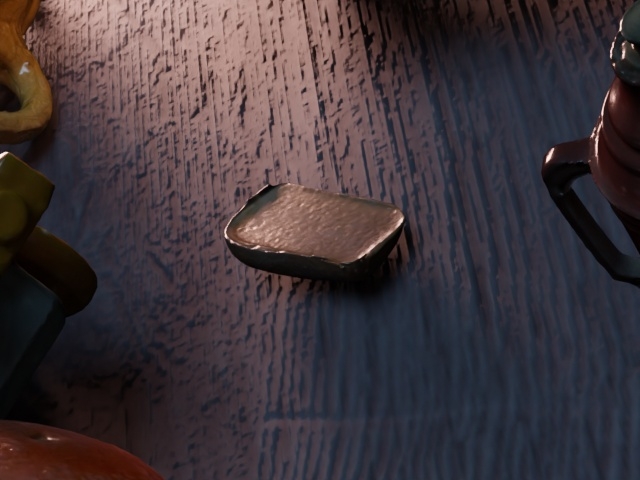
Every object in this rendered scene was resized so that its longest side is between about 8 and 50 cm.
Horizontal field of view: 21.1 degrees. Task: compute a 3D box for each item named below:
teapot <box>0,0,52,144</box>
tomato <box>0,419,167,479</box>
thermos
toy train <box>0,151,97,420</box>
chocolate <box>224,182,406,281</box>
[{"bbox_3d":[-0.257,-0.180,1.173,0.203,0.167,0.311,-51,56,27],"label":"teapot"},{"bbox_3d":[-0.141,0.180,0.722,0.184,0.208,0.208,-1,53,19],"label":"tomato"},{"bbox_3d":[0.161,-0.008,0.663,0.124,0.232,0.099,-10,50,29],"label":"thermos"},{"bbox_3d":[-0.262,0.026,0.885,0.369,0.231,0.163,-12,42,59],"label":"toy train"},{"bbox_3d":[0.000,0.000,0.917,0.100,0.031,0.064,10,42,35],"label":"chocolate"}]
